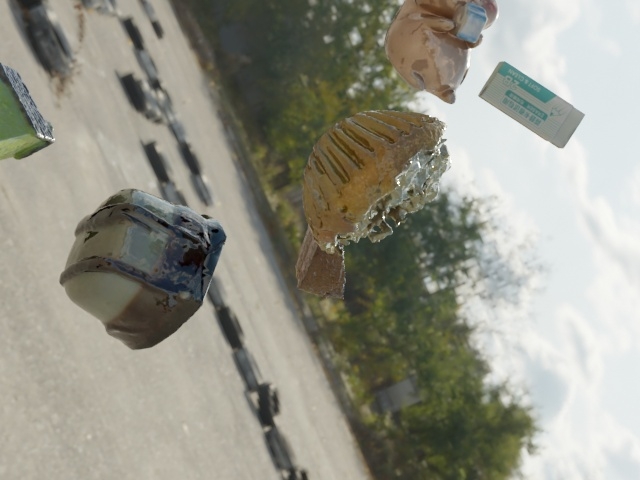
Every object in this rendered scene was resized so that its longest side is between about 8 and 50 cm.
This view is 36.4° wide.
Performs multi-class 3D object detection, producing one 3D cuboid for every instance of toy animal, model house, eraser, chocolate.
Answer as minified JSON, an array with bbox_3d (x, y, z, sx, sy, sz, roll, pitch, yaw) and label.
[{"bbox_3d":[0.222,-0.410,1.786,0.195,0.256,0.213,22,18,-28],"label":"toy animal"},{"bbox_3d":[-0.674,-0.255,2.004,0.170,0.211,0.194,-38,-101,44],"label":"model house"},{"bbox_3d":[0.471,-0.303,2.182,0.225,0.095,0.052,32,5,-5],"label":"eraser"},{"bbox_3d":[-0.327,0.030,1.679,0.186,0.283,0.283,39,17,-37],"label":"chocolate"}]

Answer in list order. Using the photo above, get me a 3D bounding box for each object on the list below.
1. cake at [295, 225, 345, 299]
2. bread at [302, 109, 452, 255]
[{"bbox_3d":[0.000,0.000,2.202,0.116,0.113,0.295,-113,-157,-52],"label":"cake"},{"bbox_3d":[0.076,-0.096,1.466,0.149,0.274,0.274,46,-6,15],"label":"bread"}]
